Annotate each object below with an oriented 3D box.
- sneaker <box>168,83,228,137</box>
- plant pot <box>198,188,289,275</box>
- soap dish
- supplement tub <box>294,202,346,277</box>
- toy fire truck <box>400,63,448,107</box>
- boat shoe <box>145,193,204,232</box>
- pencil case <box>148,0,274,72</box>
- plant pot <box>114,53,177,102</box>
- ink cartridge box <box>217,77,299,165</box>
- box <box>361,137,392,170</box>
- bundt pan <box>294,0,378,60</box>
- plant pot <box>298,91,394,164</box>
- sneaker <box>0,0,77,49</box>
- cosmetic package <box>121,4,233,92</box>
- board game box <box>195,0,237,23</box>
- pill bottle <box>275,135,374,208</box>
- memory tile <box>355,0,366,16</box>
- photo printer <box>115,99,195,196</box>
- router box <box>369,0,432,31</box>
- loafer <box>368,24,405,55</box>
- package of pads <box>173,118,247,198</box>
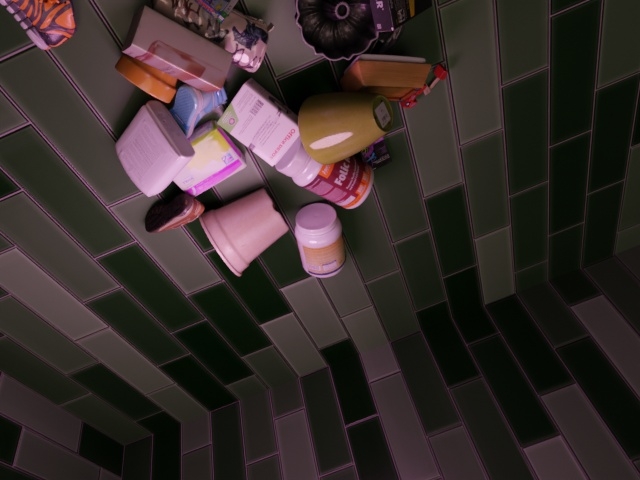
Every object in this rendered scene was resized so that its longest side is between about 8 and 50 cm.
[{"bbox_3d":[-0.454,-0.499,1.808,0.127,0.208,0.319,53,144,-6],"label":"sneaker"},{"bbox_3d":[-0.318,-0.060,2.135,0.305,0.334,0.334,-32,133,-2],"label":"plant pot"},{"bbox_3d":[0.241,-0.613,1.833,0.290,0.229,0.118,-3,91,-15],"label":"soap dish"},{"bbox_3d":[0.000,0.000,2.313,0.228,0.228,0.316,-14,134,-4],"label":"supplement tub"},{"bbox_3d":[0.423,-0.632,1.979,0.135,0.047,0.192,-11,148,-33],"label":"toy fire truck"},{"bbox_3d":[-0.629,-0.099,2.073,0.323,0.123,0.119,-16,159,35],"label":"boat shoe"},{"bbox_3d":[-0.367,-0.730,1.594,0.410,0.160,0.184,19,113,-30],"label":"pencil case"},{"bbox_3d":[-0.559,-0.609,1.639,0.205,0.205,0.188,29,102,-35],"label":"plant pot"},{"bbox_3d":[-0.225,-0.454,1.856,0.272,0.115,0.198,37,115,-14],"label":"ink cartridge box"},{"bbox_3d":[0.247,-0.395,2.166,0.116,0.029,0.162,-26,134,7],"label":"box"},{"bbox_3d":[0.057,-0.803,1.655,0.330,0.124,0.331,-9,125,-14],"label":"bundt pan"},{"bbox_3d":[0.116,-0.441,1.790,0.293,0.275,0.274,-4,147,41],"label":"plant pot"},{"bbox_3d":[-0.875,-0.760,1.462,0.180,0.125,0.321,-26,144,2],"label":"sneaker"},{"bbox_3d":[-0.448,-0.592,1.517,0.296,0.153,0.129,19,90,-34],"label":"cosmetic package"},{"bbox_3d":[-0.315,-0.804,1.515,0.136,0.201,0.035,35,157,-23],"label":"board game box"},{"bbox_3d":[0.018,-0.304,2.047,0.392,0.224,0.224,23,122,-32],"label":"pill bottle"},{"bbox_3d":[0.205,-0.851,1.753,0.113,0.012,0.148,22,121,-31],"label":"memory tile"},{"bbox_3d":[-0.634,-0.330,1.807,0.307,0.107,0.256,-36,88,35],"label":"photo printer"},{"bbox_3d":[0.250,-0.883,1.572,0.243,0.081,0.309,-41,130,-30],"label":"router box"},{"bbox_3d":[0.245,-0.759,1.803,0.078,0.076,0.223,5,134,-30],"label":"loafer"},{"bbox_3d":[-0.486,-0.331,1.960,0.296,0.101,0.229,-29,133,10],"label":"package of pads"}]
